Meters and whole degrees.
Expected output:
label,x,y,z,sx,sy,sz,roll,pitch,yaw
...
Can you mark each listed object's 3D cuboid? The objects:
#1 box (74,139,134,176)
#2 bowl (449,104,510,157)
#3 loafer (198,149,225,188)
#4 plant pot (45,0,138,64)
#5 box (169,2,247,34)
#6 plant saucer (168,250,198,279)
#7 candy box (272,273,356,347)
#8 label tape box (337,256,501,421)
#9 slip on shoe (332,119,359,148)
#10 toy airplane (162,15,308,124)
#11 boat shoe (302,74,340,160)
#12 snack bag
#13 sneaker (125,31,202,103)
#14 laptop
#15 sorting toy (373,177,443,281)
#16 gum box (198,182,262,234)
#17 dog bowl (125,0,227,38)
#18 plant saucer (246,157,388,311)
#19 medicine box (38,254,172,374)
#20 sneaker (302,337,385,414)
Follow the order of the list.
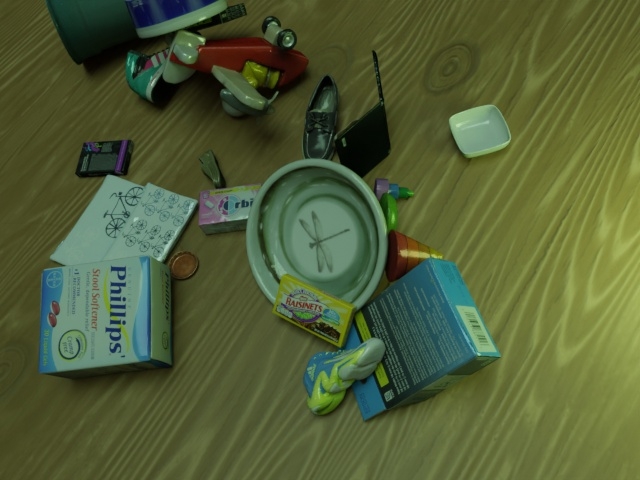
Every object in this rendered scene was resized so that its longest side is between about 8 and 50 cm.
label,x,y,z,sx,sy,sz,roll,pitch,yaw
box,-0.660,-0.251,1.877,0.162,0.029,0.116,-1,63,10
bowl,0.427,-0.287,1.652,0.142,0.053,0.142,-16,62,4
loafer,-0.312,-0.197,1.765,0.050,0.056,0.148,-24,52,0
plant pot,-0.689,-0.788,2.000,0.334,0.341,0.341,-18,61,-6
box,-0.343,-0.672,1.873,0.184,0.045,0.191,-9,23,23
plant saucer,-0.371,0.067,1.665,0.083,0.013,0.084,-5,63,10
candy box,-0.018,0.165,1.466,0.205,0.027,0.105,23,103,27
label tape box,0.202,0.229,1.389,0.333,0.105,0.241,-41,56,33
slip on shoe,0.085,-0.297,1.729,0.051,0.041,0.135,47,56,4
toy airplane,-0.265,-0.481,1.771,0.384,0.273,0.386,15,38,12
boat shoe,-0.001,-0.343,1.747,0.102,0.092,0.285,6,67,12
snack bag,-0.558,-0.029,1.741,0.342,0.037,0.323,20,70,21
sneaker,-0.517,-0.572,1.962,0.178,0.124,0.296,22,64,18
laptop,0.109,-0.316,1.631,0.136,0.234,0.265,-9,63,7
sorting toy,0.212,-0.037,1.505,0.126,0.127,0.366,3,37,-6
gum box,-0.244,-0.085,1.687,0.188,0.062,0.107,-7,62,8
dog bowl,-0.399,-0.657,1.704,0.264,0.104,0.265,-15,28,8
plant saucer,0.000,0.000,1.515,0.400,0.100,0.401,3,96,32
medicine box,-0.530,0.194,1.538,0.289,0.149,0.264,-9,72,8
sneaker,0.037,0.279,1.398,0.240,0.091,0.126,-48,49,15
